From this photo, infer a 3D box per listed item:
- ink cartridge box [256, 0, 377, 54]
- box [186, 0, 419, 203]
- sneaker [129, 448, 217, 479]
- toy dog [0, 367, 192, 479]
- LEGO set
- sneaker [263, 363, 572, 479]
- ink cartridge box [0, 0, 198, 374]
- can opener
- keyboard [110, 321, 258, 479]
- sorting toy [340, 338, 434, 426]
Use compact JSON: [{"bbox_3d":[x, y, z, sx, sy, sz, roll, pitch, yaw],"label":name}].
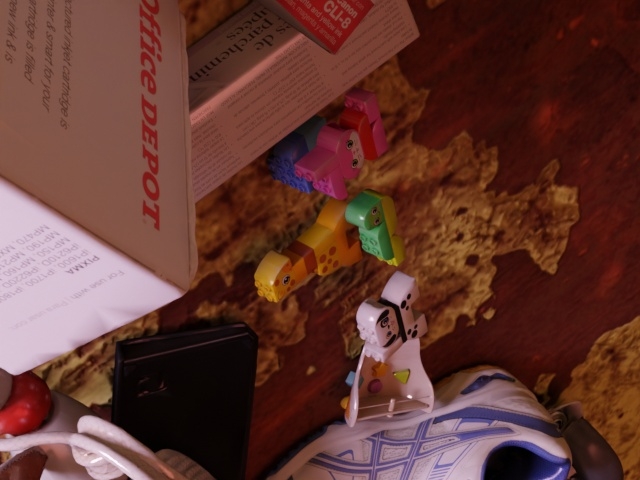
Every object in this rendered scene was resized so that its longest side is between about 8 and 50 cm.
[{"bbox_3d":[-0.003,-0.230,0.753,0.176,0.128,0.127,-51,134,3],"label":"ink cartridge box"},{"bbox_3d":[-0.083,-0.076,0.842,0.324,0.063,0.067,-38,134,-9],"label":"box"},{"bbox_3d":[-0.108,0.292,0.998,0.161,0.102,0.282,-27,121,5],"label":"sneaker"},{"bbox_3d":[-0.250,0.117,0.763,0.334,0.220,0.161,42,76,-27],"label":"toy dog"},{"bbox_3d":[0.000,0.000,0.930,0.093,0.087,0.227,-41,135,-27],"label":"LEGO set"},{"bbox_3d":[0.078,0.211,1.096,0.296,0.131,0.112,-27,132,-17],"label":"sneaker"},{"bbox_3d":[-0.206,-0.102,0.614,0.131,0.226,0.306,-25,139,24],"label":"ink cartridge box"},{"bbox_3d":[0.259,0.270,1.284,0.076,0.095,0.283,-32,131,-13],"label":"can opener"},{"bbox_3d":[-0.151,0.212,1.003,0.201,0.033,0.317,-11,123,-31],"label":"keyboard"},{"bbox_3d":[0.054,0.109,1.076,0.083,0.045,0.075,-5,113,-33],"label":"sorting toy"}]
